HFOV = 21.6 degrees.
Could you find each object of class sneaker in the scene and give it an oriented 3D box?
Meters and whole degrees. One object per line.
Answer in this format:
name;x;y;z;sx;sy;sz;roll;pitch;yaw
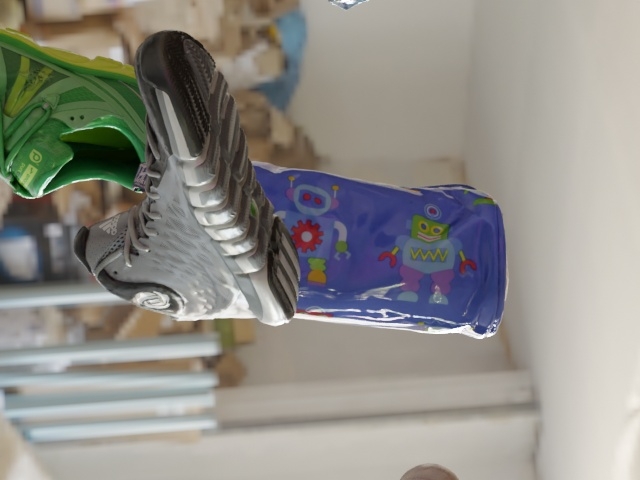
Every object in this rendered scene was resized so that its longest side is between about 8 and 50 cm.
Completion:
sneaker;-0.106;-0.024;1.050;0.086;0.132;0.229;-80;155;-47
sneaker;-0.259;-0.106;1.420;0.109;0.295;0.123;-54;-142;44

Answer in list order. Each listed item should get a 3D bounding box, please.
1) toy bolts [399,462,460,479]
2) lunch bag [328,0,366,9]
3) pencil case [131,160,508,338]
toy bolts;0.072;0.300;1.451;0.158;0.228;0.218;56;2;10
lunch bag;0.037;-0.207;1.147;0.053;0.083;0.071;5;67;-75
pencil case;0.000;0.000;1.336;0.119;0.306;0.133;125;-28;-78
